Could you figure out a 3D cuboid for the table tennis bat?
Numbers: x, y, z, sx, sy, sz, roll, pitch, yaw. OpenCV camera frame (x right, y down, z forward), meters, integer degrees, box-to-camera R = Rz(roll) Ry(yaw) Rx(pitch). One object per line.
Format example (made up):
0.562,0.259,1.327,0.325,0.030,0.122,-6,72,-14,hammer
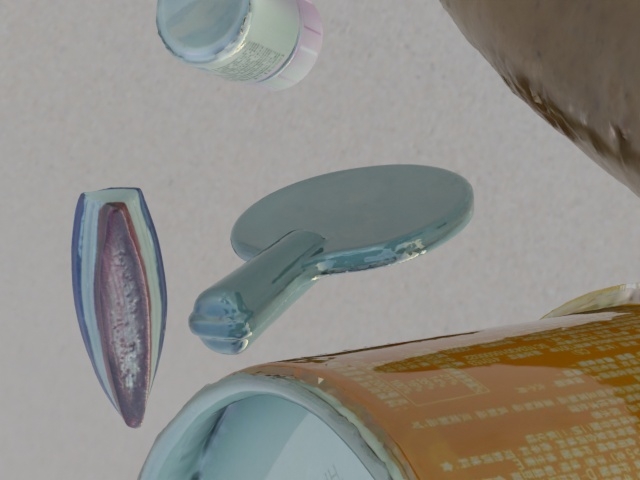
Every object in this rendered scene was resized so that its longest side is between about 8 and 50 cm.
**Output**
0.000,0.000,0.809,0.152,0.244,0.040,3,115,30,table tennis bat

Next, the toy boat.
-0.169,0.066,1.144,0.080,0.046,0.229,-6,113,-14,toy boat

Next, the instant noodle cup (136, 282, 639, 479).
0.051,0.118,0.406,0.172,0.216,0.215,2,157,-37,instant noodle cup

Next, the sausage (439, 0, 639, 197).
0.152,-0.091,0.586,0.123,0.501,0.136,-9,117,-15,sausage

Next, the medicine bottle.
-0.087,-0.243,1.496,0.135,0.135,0.168,-5,172,30,medicine bottle
